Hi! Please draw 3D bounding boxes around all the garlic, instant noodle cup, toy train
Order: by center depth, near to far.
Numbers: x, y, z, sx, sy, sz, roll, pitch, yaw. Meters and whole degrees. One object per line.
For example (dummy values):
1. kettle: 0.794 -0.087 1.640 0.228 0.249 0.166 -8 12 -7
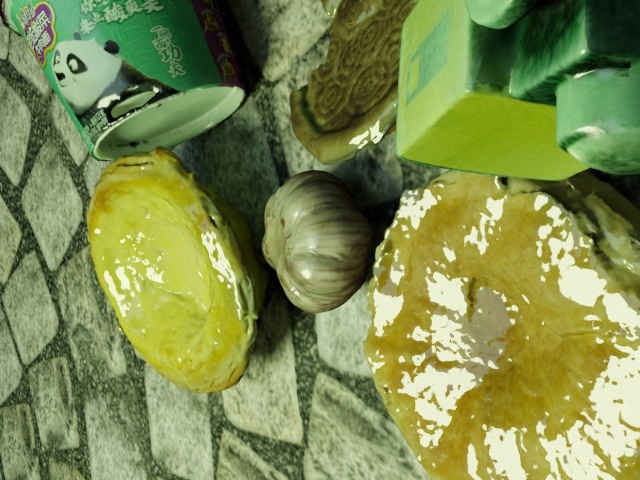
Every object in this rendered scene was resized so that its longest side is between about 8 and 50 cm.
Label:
1. toy train: 0.134 -0.218 0.441 0.253 0.160 0.396 142 132 -77
2. garlic: 0.000 0.000 0.831 0.159 0.102 0.147 -172 75 -69
3. instant noodle cup: -0.212 -0.215 0.930 0.251 0.251 0.190 -29 84 45

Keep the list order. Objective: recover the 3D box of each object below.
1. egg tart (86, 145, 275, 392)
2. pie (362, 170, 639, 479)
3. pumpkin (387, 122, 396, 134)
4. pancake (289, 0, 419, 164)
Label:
1. egg tart: -0.161 0.031 0.977 0.315 0.120 0.314 21 122 37
2. pie: 0.163 0.086 0.686 0.340 0.083 0.339 12 108 44
3. pumpkin: 0.076 -0.142 0.763 0.083 0.054 0.074 -11 70 55
4. pancake: 0.045 -0.183 0.755 0.212 0.029 0.235 4 77 53
